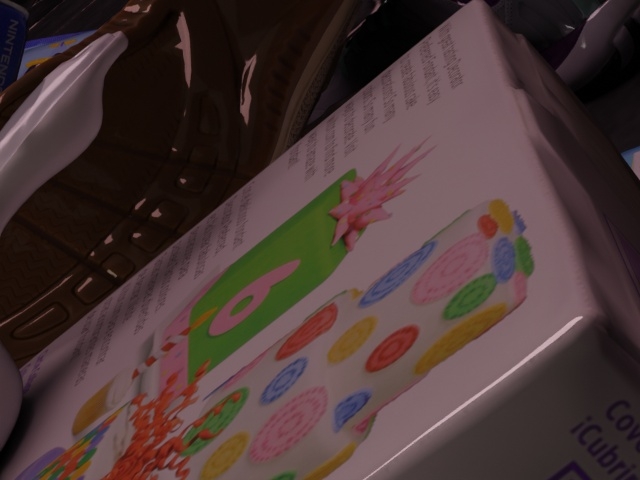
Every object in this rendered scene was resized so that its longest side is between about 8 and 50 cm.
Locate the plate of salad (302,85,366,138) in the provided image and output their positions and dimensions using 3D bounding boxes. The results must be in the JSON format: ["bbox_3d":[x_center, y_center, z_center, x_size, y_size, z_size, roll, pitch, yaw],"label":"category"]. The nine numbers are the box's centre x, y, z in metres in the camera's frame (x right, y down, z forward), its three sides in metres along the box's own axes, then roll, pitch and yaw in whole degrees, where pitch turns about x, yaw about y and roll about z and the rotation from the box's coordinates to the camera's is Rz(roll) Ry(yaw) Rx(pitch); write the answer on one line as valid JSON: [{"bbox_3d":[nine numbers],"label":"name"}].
[{"bbox_3d":[0.000,0.000,0.721,0.200,0.048,0.200,-38,19,16],"label":"plate of salad"}]

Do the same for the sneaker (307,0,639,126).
[{"bbox_3d":[0.051,-0.104,0.805,0.224,0.098,0.083,-16,28,53],"label":"sneaker"}]

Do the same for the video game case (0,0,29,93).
[{"bbox_3d":[-0.247,0.011,0.972,0.244,0.061,0.269,-3,72,62],"label":"video game case"}]

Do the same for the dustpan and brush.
[{"bbox_3d":[-0.113,0.032,0.494,0.211,0.060,0.147,-45,15,-10],"label":"dustpan and brush"}]

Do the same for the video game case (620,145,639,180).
[{"bbox_3d":[0.134,-0.012,0.529,0.166,0.015,0.119,-22,23,45],"label":"video game case"}]

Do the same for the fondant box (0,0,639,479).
[{"bbox_3d":[-0.050,0.100,0.454,0.330,0.096,0.238,-40,16,13],"label":"fondant box"}]

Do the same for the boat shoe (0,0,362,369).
[{"bbox_3d":[-0.061,-0.039,0.725,0.302,0.109,0.098,-60,-13,-29],"label":"boat shoe"}]

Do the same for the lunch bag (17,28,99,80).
[{"bbox_3d":[-0.205,-0.064,1.259,0.293,0.138,0.221,-23,18,9],"label":"lunch bag"}]
